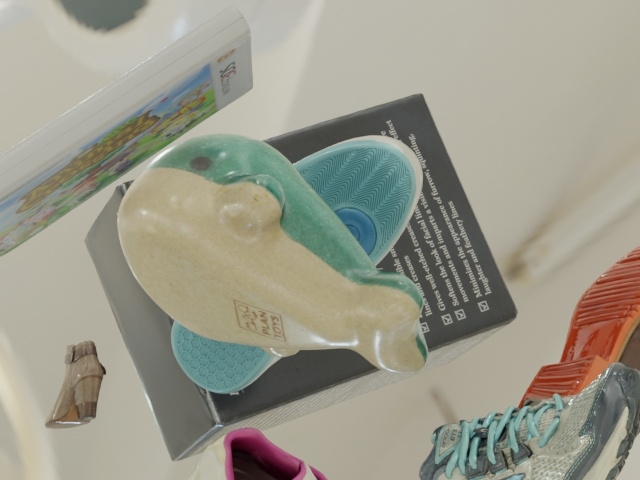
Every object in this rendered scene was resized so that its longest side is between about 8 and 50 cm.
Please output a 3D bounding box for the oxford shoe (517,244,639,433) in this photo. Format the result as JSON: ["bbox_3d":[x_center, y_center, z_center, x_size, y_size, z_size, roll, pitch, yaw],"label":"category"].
[{"bbox_3d":[0.267,0.095,1.701,0.271,0.098,0.097,-51,19,-24],"label":"oxford shoe"}]

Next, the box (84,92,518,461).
[{"bbox_3d":[-0.026,0.042,2.310,0.395,0.293,0.212,-18,-11,-24],"label":"box"}]

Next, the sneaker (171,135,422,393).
[{"bbox_3d":[0.000,0.000,1.933,0.319,0.127,0.208,-43,-4,25],"label":"sneaker"}]

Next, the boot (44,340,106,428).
[{"bbox_3d":[-0.269,0.156,2.179,0.042,0.087,0.118,5,-15,-35],"label":"boot"}]

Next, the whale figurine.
[{"bbox_3d":[-0.025,0.008,1.585,0.141,0.272,0.216,-56,-26,-30],"label":"whale figurine"}]

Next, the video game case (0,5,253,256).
[{"bbox_3d":[-0.133,-0.060,1.230,0.212,0.023,0.193,-34,-4,-4],"label":"video game case"}]

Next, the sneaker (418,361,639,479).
[{"bbox_3d":[0.140,0.179,1.514,0.283,0.122,0.110,-54,-1,38],"label":"sneaker"}]

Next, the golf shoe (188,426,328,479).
[{"bbox_3d":[-0.004,0.298,1.916,0.115,0.306,0.140,-43,-18,-38],"label":"golf shoe"}]
